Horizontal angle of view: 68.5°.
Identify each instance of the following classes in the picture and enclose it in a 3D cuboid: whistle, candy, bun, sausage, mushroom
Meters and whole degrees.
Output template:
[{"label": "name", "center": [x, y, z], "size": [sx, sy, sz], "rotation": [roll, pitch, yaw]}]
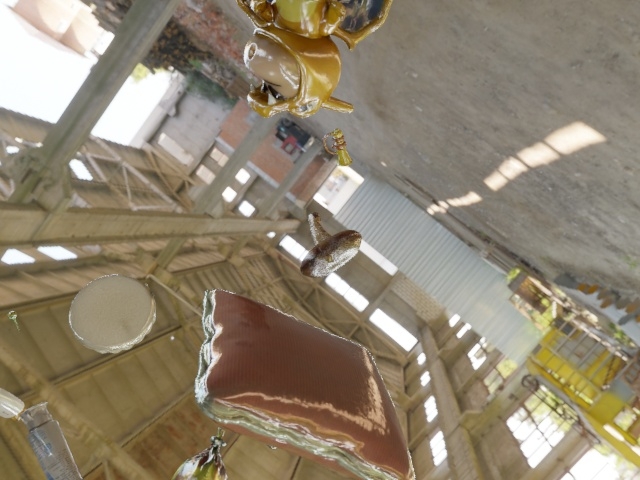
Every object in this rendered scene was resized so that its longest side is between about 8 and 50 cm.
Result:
[{"label": "whistle", "center": [0.048, -0.263, 1.318], "size": [0.057, 0.046, 0.109], "rotation": [9, 136, 39]}, {"label": "candy", "center": [-1.020, 0.274, 1.568], "size": [0.023, 0.083, 0.025], "rotation": [-13, -155, -22]}, {"label": "bun", "center": [-0.676, 0.259, 1.562], "size": [0.263, 0.263, 0.175], "rotation": [40, 150, 10]}, {"label": "sausage", "center": [-0.259, 0.518, 0.902], "size": [0.117, 0.317, 0.125], "rotation": [19, 168, 17]}, {"label": "mushroom", "center": [0.000, 0.000, 1.557], "size": [0.217, 0.227, 0.148], "rotation": [53, 168, 33]}]

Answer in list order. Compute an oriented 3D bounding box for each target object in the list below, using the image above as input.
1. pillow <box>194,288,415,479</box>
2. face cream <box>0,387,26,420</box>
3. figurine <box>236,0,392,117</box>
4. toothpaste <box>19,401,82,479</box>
[{"label": "pillow", "center": [-0.020, 0.117, 0.388], "size": [0.179, 0.075, 0.171], "rotation": [28, -166, -19]}, {"label": "face cream", "center": [-0.925, 0.466, 1.358], "size": [0.182, 0.072, 0.051], "rotation": [80, 169, -48]}, {"label": "figurine", "center": [-0.022, -0.509, 1.156], "size": [0.401, 0.387, 0.268], "rotation": [2, -147, -5]}, {"label": "toothpaste", "center": [-0.663, 0.558, 1.184], "size": [0.299, 0.114, 0.073], "rotation": [58, -159, 11]}]
